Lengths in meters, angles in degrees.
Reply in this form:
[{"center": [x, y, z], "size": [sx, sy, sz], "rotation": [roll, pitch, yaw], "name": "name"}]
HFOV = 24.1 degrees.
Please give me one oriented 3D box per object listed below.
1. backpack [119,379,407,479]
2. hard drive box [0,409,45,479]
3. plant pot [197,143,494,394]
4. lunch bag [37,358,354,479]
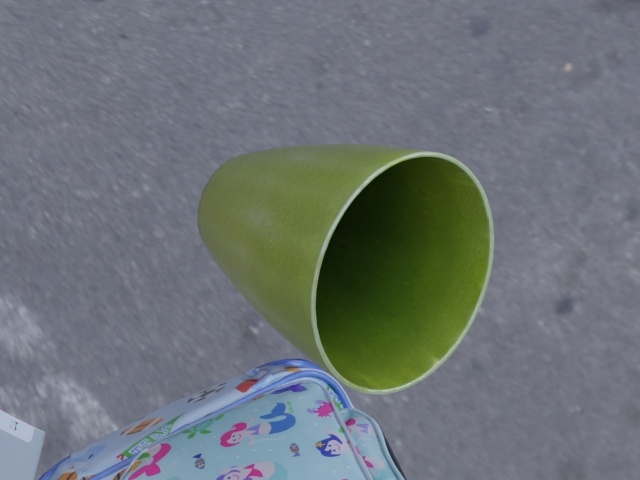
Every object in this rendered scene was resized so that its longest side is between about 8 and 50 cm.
[{"center": [-0.047, 0.232, 1.010], "size": [0.253, 0.225, 0.191], "rotation": [-26, 121, -1], "name": "backpack"}, {"center": [-0.434, 0.206, 1.541], "size": [0.181, 0.232, 0.089], "rotation": [45, 52, -56], "name": "hard drive box"}, {"center": [0.000, 0.000, 1.728], "size": [0.274, 0.293, 0.275], "rotation": [-17, 116, -38], "name": "plant pot"}, {"center": [-0.082, 0.252, 1.223], "size": [0.303, 0.115, 0.243], "rotation": [-26, 98, -9], "name": "lunch bag"}]
